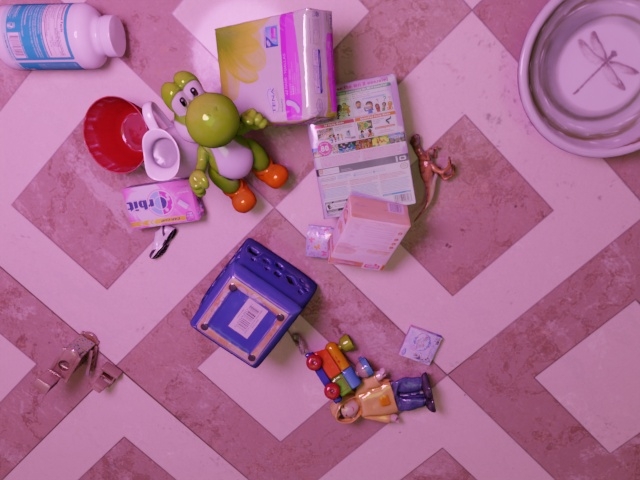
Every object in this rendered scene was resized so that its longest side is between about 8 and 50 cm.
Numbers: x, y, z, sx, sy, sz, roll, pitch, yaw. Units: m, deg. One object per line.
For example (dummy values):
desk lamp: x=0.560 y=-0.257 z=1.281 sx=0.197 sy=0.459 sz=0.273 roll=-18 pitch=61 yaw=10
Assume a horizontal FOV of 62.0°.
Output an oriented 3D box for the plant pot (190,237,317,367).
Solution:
plant pot: x=-0.172 y=0.164 z=1.342 sx=0.236 sy=0.212 sz=0.236 roll=36 pitch=104 yaw=-4

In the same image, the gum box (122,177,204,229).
gum box: x=-0.395 y=-0.098 z=1.363 sx=0.189 sy=0.062 sz=0.107 roll=-8 pitch=105 yaw=6

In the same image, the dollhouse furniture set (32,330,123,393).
dollhouse furniture set: x=-0.637 y=0.353 z=1.440 sx=0.161 sy=0.182 sz=0.101 roll=34 pitch=105 yaw=-6

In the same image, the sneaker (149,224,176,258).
sneaker: x=-0.424 y=0.001 z=1.409 sx=0.044 sy=0.040 sz=0.109 roll=37 pitch=101 yaw=10

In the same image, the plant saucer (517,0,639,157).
plant saucer: x=0.638 y=-0.390 z=1.200 sx=0.401 sy=0.100 sz=0.400 roll=1 pitch=105 yaw=3

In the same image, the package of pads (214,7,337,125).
package of pads: x=-0.101 y=-0.370 z=1.184 sx=0.297 sy=0.101 sz=0.229 roll=9 pitch=109 yaw=40

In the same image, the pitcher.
pitcher: x=-0.345 y=-0.233 z=1.247 sx=0.126 sy=0.207 sz=0.177 roll=-10 pitch=99 yaw=9

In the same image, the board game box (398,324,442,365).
board game box: x=0.271 y=0.285 z=1.450 sx=0.090 sy=0.020 sz=0.090 roll=20 pitch=106 yaw=-3

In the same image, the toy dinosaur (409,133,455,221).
toy dinosaur: x=0.273 y=-0.161 z=1.316 sx=0.112 sy=0.064 sz=0.211 roll=-9 pitch=96 yaw=24

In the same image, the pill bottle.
pill bottle: x=-0.596 y=-0.469 z=1.230 sx=0.264 sy=0.146 sz=0.146 roll=1 pitch=105 yaw=3

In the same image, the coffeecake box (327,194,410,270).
coffeecake box: x=0.109 y=-0.012 z=1.264 sx=0.143 sy=0.068 sz=0.185 roll=9 pitch=141 yaw=-13

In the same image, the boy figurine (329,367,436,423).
boy figurine: x=0.163 y=0.431 z=1.461 sx=0.286 sy=0.092 sz=0.177 roll=-10 pitch=110 yaw=3

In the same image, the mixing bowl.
mixing bowl: x=-0.470 y=-0.260 z=1.296 sx=0.182 sy=0.098 sz=0.181 roll=5 pitch=107 yaw=15

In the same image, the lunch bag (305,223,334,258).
lunch bag: x=0.000 y=0.000 z=1.372 sx=0.071 sy=0.053 sz=0.083 roll=5 pitch=115 yaw=4

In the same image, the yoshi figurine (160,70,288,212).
yoshi figurine: x=-0.205 y=-0.203 z=1.169 sx=0.203 sy=0.203 sz=0.362 roll=-4 pitch=147 yaw=25

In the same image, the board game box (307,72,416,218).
board game box: x=0.091 y=-0.221 z=1.270 sx=0.224 sy=0.097 sz=0.303 roll=-9 pitch=100 yaw=7

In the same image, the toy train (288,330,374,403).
toy train: x=0.025 y=0.299 z=1.441 sx=0.143 sy=0.105 sz=0.248 roll=-33 pitch=78 yaw=-5
